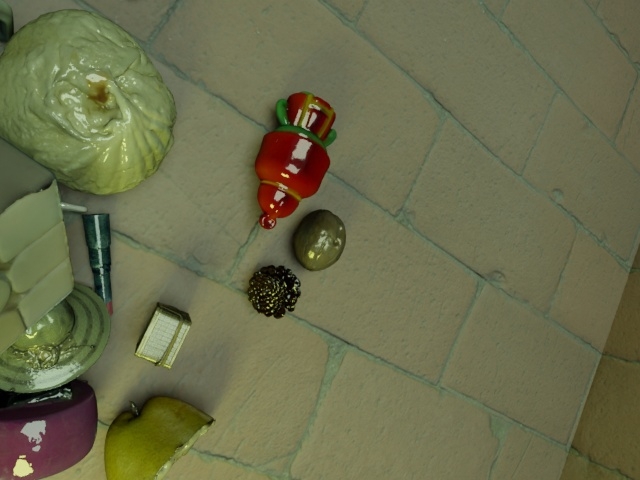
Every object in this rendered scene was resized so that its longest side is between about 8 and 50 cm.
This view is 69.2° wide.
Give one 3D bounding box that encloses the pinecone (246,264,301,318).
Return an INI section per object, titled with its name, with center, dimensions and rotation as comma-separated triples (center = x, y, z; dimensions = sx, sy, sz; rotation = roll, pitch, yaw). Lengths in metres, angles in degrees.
[pinecone]
center = -0.112, 0.128, 1.170
dimensions = 0.121, 0.140, 0.140
rotation = -25, 106, -58

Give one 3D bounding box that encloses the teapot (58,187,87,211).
[teapot]
center = -0.592, -0.080, 0.930
dimensions = 0.226, 0.092, 0.145
rotation = 12, 88, -31

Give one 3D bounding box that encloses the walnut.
[walnut]
center = -0.001, 0.000, 1.216
dimensions = 0.140, 0.140, 0.162
rotation = 22, 67, -27

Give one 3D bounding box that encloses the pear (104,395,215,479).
[pear]
center = -0.382, 0.447, 1.022
dimensions = 0.178, 0.267, 0.267
rotation = 39, 72, 10

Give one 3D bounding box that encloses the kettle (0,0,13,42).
[kettle]
center = -0.649, -0.427, 0.797
dimensions = 0.211, 0.243, 0.159
rotation = 9, 89, -25

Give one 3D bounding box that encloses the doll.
[doll]
center = -0.068, -0.194, 1.156
dimensions = 0.183, 0.160, 0.363
rotation = 27, 80, -33

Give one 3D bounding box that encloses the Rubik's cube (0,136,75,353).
[Rubik's cube]
center = -0.621, 0.012, 0.659
dimensions = 0.344, 0.346, 0.347
rotation = 34, 49, 4

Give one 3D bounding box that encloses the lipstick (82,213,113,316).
[lipstick]
center = -0.480, 0.059, 1.013
dimensions = 0.054, 0.053, 0.234
rotation = -5, 96, -27

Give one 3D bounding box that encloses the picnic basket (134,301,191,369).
[picnic basket]
center = -0.348, 0.205, 1.027
dimensions = 0.080, 0.164, 0.115
rotation = 25, 80, -17

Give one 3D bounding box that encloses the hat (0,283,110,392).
[hat]
center = -0.537, 0.151, 0.886
dimensions = 0.252, 0.110, 0.252
rotation = 10, 52, -14

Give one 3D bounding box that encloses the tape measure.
[tape measure]
center = -0.561, 0.350, 0.886
dimensions = 0.245, 0.232, 0.149
rotation = -1, 92, -32

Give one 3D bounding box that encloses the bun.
[bun]
center = -0.457, -0.273, 0.913
dimensions = 0.349, 0.227, 0.352
rotation = 9, 86, -26
